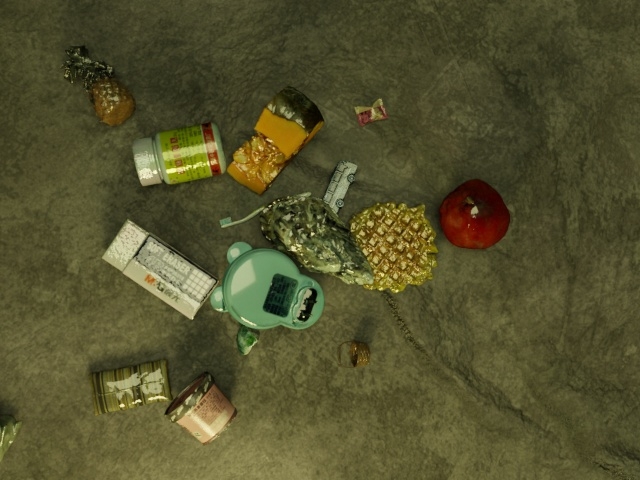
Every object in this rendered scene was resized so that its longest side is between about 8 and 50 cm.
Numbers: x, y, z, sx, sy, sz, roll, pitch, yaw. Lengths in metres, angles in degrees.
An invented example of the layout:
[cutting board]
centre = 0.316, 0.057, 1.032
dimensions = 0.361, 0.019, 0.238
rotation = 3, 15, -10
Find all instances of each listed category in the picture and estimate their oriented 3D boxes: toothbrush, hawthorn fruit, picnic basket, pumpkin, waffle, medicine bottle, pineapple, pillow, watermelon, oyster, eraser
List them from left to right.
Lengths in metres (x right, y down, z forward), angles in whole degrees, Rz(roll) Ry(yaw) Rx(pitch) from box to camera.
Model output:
[pineapple]
centre = -0.595, -0.419, 1.822
dimensions = 0.119, 0.111, 0.237
rotation = -31, 78, -39
[pillow]
centre = -0.494, 0.381, 1.792
dimensions = 0.203, 0.038, 0.113
rotation = -11, 87, -6
[eraser]
centre = -0.415, 0.075, 1.802
dimensions = 0.287, 0.086, 0.130
rotation = 33, 83, -2
[medicine bottle]
centre = -0.366, -0.223, 1.805
dimensions = 0.225, 0.139, 0.139
rotation = -12, 86, -6
[watermelon]
centre = -0.189, 0.268, 1.836
dimensions = 0.061, 0.085, 0.085
rotation = -3, 85, -35
[toothbrush]
centre = -0.147, -0.083, 1.874
dimensions = 0.262, 0.022, 0.026
rotation = -18, 99, -7
[pumpkin]
centre = -0.116, -0.263, 1.808
dimensions = 0.139, 0.190, 0.281
rotation = 39, 83, -2
[oyster]
centre = 0.003, 0.005, 1.810
dimensions = 0.351, 0.162, 0.158
rotation = 37, 39, 13
[picnic basket]
centre = 0.085, 0.303, 1.839
dimensions = 0.083, 0.072, 0.072
rotation = 0, 85, -18
[waffle]
centre = 0.198, 0.015, 1.885
dimensions = 0.245, 0.052, 0.255
rotation = -11, 87, -5
[hawthorn fruit]
centre = 0.404, -0.079, 1.833
dimensions = 0.189, 0.251, 0.190
rotation = -6, 65, 13

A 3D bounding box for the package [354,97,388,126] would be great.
[package]
centre = 0.140, -0.357, 1.922
dimensions = 0.083, 0.029, 0.059
rotation = -19, 95, 4

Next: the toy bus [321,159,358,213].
[toy bus]
centre = 0.047, -0.139, 1.885
dimensions = 0.065, 0.047, 0.166
rotation = 24, 84, 1

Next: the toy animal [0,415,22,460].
[toy animal]
centre = -0.879, 0.462, 1.713
dimensions = 0.236, 0.108, 0.138
rotation = 14, 84, -4

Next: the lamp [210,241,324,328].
[lamp]
centre = -0.126, 0.133, 1.793
dimensions = 0.283, 0.147, 0.210
rotation = 20, 88, 1

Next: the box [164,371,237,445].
[box]
centre = -0.297, 0.433, 1.758
dimensions = 0.151, 0.151, 0.135
rotation = -45, 99, -7
